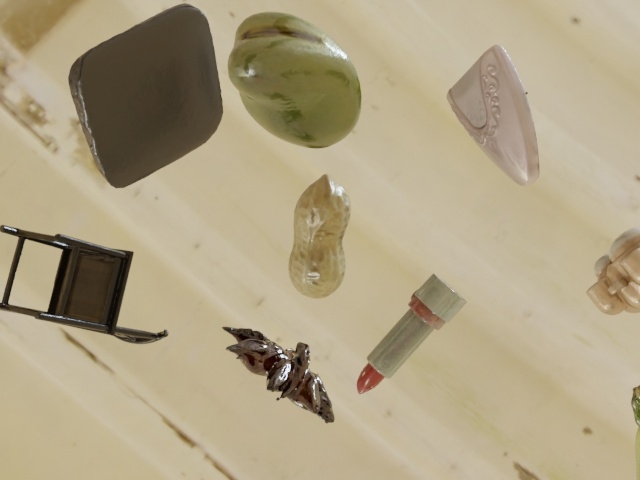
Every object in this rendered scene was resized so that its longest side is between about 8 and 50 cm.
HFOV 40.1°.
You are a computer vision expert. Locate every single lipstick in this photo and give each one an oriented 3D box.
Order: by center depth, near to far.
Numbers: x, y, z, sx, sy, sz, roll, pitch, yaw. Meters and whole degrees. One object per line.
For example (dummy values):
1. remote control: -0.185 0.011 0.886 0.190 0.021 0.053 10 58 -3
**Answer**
1. lipstick: 0.108 0.129 1.158 0.186 0.063 0.057 -48 -118 5

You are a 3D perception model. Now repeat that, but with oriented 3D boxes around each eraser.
1. eraser: 0.324 -0.209 1.611 0.059 0.243 0.204 -21 170 -22

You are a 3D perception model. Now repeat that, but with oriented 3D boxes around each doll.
1. doll: 0.539 0.039 1.408 0.278 0.119 0.154 -12 151 -47

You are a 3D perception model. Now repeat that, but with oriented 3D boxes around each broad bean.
1. broad bean: -0.035 -0.240 1.341 0.189 0.263 0.121 -13 -121 18

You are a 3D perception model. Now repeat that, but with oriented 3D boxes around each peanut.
1. peanut: 0.000 0.000 1.772 0.120 0.298 0.136 -7 -142 -17

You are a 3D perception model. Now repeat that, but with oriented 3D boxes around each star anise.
1. star anise: -0.060 0.221 1.610 0.102 0.272 0.272 -50 -158 5

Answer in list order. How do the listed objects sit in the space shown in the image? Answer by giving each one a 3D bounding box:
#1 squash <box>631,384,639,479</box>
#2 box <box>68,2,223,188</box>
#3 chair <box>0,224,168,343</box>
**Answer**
1. squash: 0.461 0.291 1.112 0.137 0.287 0.137 -13 -142 11
2. box: -0.218 -0.184 1.135 0.201 0.212 0.042 -33 -131 -22
3. chair: -0.365 0.075 1.365 0.154 0.260 0.141 8 -99 33
